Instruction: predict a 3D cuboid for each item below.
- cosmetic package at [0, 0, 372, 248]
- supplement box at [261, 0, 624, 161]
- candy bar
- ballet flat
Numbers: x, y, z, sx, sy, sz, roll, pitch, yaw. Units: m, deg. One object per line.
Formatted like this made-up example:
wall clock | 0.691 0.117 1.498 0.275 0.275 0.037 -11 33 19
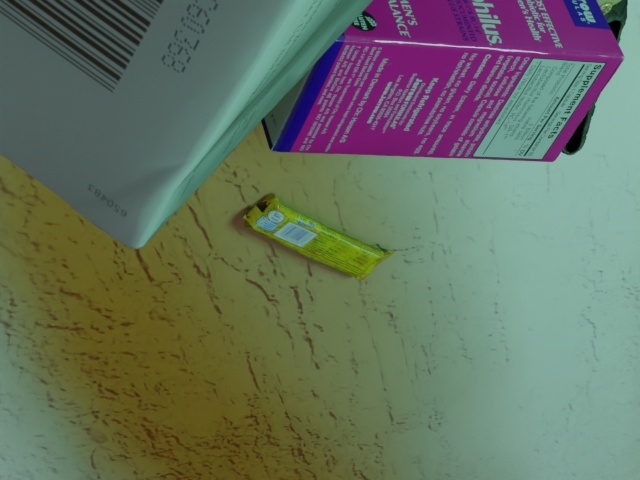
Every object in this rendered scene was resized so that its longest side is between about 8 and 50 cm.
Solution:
cosmetic package | -0.007 -0.197 0.671 0.156 0.385 0.217 36 129 -1
supplement box | 0.071 -0.130 1.036 0.220 0.111 0.114 1 142 -26
candy bar | 0.000 0.000 1.273 0.040 0.018 0.161 -39 140 24
ballet flat | 0.198 -0.132 1.144 0.057 0.049 0.173 -12 146 -10
